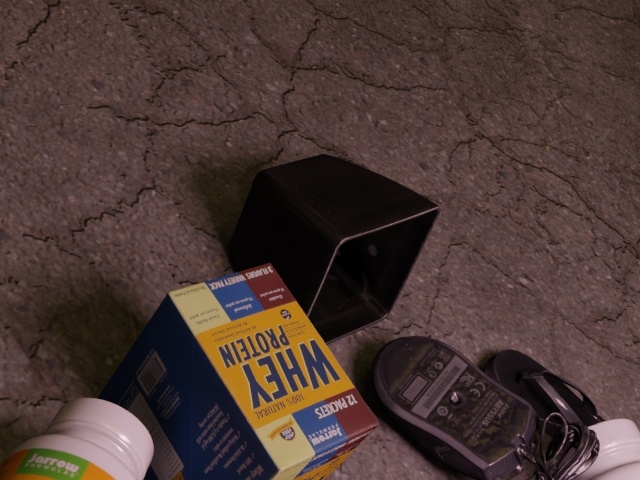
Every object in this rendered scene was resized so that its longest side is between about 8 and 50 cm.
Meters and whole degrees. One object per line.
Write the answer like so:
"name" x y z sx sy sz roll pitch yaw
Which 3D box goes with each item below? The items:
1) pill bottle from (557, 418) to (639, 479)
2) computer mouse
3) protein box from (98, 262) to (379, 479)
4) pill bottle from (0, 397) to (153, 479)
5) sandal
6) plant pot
"pill bottle" 0.375 0.353 1.381 0.152 0.152 0.272 4 50 -33
"computer mouse" 0.171 0.224 1.395 0.272 0.072 0.188 39 60 19
"protein box" -0.088 0.170 1.181 0.136 0.200 0.201 -16 64 -43
"pill bottle" -0.237 0.258 1.039 0.136 0.136 0.246 32 40 -7
"sandal" 0.328 0.222 1.544 0.254 0.054 0.097 37 40 -1
"plant pot" 0.000 0.000 1.431 0.187 0.188 0.167 -20 54 -45
